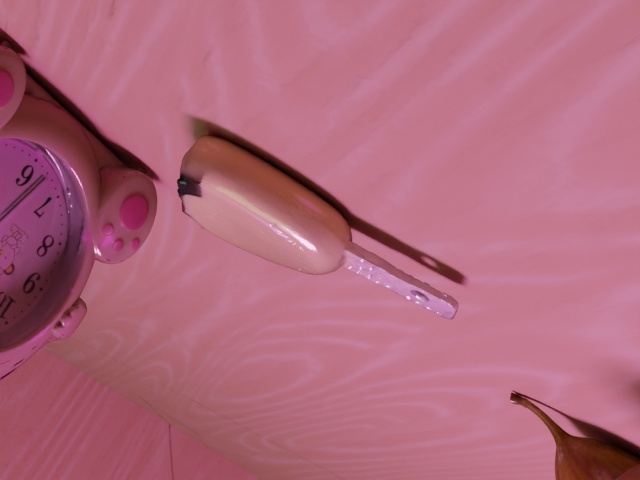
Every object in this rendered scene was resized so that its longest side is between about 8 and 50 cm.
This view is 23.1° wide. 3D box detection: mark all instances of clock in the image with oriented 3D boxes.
[{"bbox_3d":[-0.317,0.002,1.394,0.114,0.309,0.284,20,163,41],"label":"clock"}]

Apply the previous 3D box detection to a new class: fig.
[{"bbox_3d":[0.237,0.220,1.471,0.166,0.093,0.093,28,165,2],"label":"fig"}]

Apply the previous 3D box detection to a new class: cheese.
[{"bbox_3d":[0.000,0.000,1.283,0.251,0.054,0.127,28,164,8],"label":"cheese"}]

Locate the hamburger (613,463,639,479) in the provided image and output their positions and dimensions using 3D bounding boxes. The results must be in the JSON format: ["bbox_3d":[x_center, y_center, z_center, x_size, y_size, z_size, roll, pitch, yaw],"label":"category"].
[{"bbox_3d":[0.317,0.310,1.243,0.302,0.302,0.170,38,180,-28],"label":"hamburger"}]
